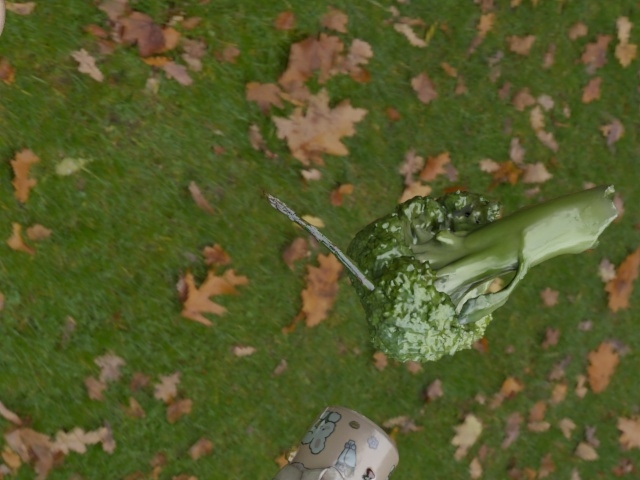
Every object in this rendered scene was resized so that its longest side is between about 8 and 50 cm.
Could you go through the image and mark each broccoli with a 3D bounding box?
[{"bbox_3d":[0.180,0.035,1.160,0.302,0.254,0.186,-15,108,-8],"label":"broccoli"}]

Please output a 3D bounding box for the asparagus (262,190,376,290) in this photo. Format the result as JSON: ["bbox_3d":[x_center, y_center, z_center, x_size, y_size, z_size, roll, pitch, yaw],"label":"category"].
[{"bbox_3d":[0.000,0.000,1.020,0.163,0.016,0.016,41,115,-17],"label":"asparagus"}]

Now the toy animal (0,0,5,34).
[{"bbox_3d":[-0.315,-0.217,0.813,0.114,0.091,0.082,-55,174,34],"label":"toy animal"}]

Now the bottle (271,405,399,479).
[{"bbox_3d":[0.000,0.235,0.879,0.152,0.099,0.099,-50,126,-30],"label":"bottle"}]
